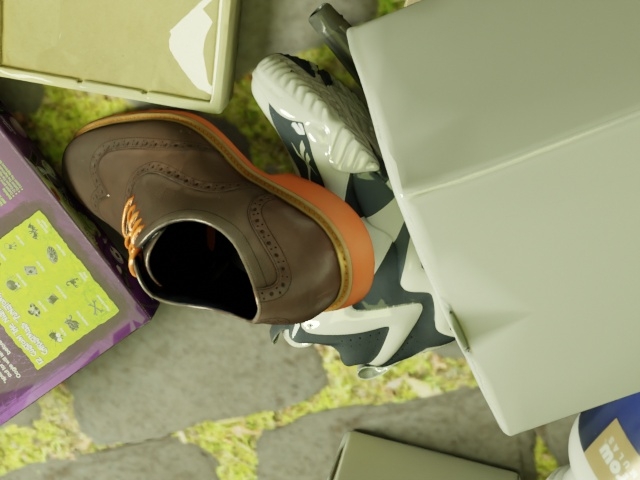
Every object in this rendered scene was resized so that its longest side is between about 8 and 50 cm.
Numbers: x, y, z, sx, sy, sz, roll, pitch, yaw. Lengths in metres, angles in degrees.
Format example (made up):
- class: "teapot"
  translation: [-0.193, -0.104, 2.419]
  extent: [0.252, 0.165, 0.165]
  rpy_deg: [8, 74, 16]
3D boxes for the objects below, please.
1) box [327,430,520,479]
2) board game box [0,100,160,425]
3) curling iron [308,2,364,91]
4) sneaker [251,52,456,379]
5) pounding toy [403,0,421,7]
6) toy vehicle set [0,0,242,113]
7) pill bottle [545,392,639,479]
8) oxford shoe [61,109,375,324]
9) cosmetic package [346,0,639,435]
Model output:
- class: "box"
  translation: [0.049, 0.316, 1.025]
  extent: [0.148, 0.121, 0.311]
  rpy_deg: [15, 117, 5]
- class: "board game box"
  translation: [-0.300, -0.027, 0.946]
  extent: [0.208, 0.056, 0.347]
  rpy_deg: [-35, 100, 8]
- class: "curling iron"
  translation: [0.097, -0.058, 0.883]
  extent: [0.274, 0.035, 0.068]
  rpy_deg: [42, 121, -10]
- class: "sneaker"
  translation: [0.000, 0.000, 0.899]
  extent: [0.153, 0.094, 0.235]
  rpy_deg: [-38, 113, 16]
- class: "pounding toy"
  translation: [0.125, -0.144, 0.800]
  extent: [0.141, 0.100, 0.130]
  rpy_deg: [19, 118, 2]
- class: "toy vehicle set"
  translation: [-0.128, -0.222, 0.854]
  extent: [0.166, 0.035, 0.266]
  rpy_deg: [11, 117, 7]
- class: "pill bottle"
  translation: [0.259, 0.129, 0.872]
  extent: [0.153, 0.153, 0.264]
  rpy_deg: [33, 117, -4]
- class: "oxford shoe"
  translation: [-0.095, -0.018, 0.856]
  extent: [0.271, 0.098, 0.096]
  rpy_deg: [21, 122, 40]
- class: "cosmetic package"
  translation: [0.232, -0.065, 0.710]
  extent: [0.385, 0.156, 0.217]
  rpy_deg: [-18, 134, 7]
